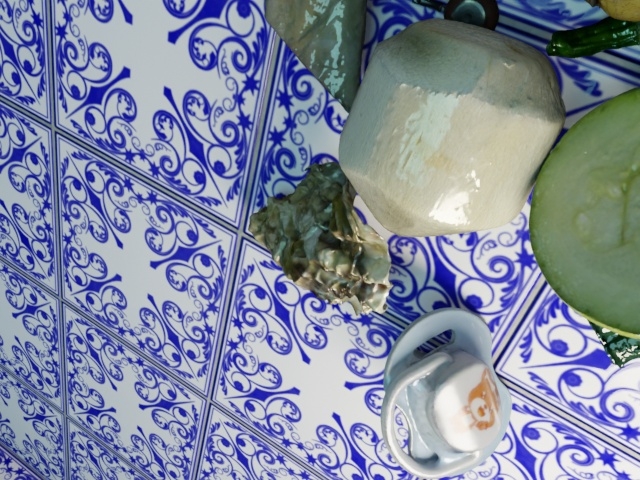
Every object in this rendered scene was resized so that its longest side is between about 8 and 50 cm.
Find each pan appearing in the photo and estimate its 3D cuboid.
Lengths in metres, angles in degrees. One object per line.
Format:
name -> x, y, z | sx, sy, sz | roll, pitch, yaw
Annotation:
pan -> 0.163, -0.285, 0.699 | 0.115, 0.023, 0.068 | 25, 126, 19

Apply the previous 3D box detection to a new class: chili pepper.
chili pepper -> 0.338, -0.220, 0.593 | 0.182, 0.073, 0.050 | 2, 139, 25

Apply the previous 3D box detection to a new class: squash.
squash -> 0.323, -0.030, 0.533 | 0.252, 0.049, 0.252 | -12, 68, 33

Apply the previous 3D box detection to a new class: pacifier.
pacifier -> 0.175, 0.236, 0.898 | 0.279, 0.227, 0.207 | 69, 167, -15

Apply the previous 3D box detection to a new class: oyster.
oyster -> -0.001, 0.001, 0.856 | 0.351, 0.114, 0.238 | 22, 128, 50

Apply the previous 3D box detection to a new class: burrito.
burrito -> -0.001, -0.351, 0.719 | 0.175, 0.107, 0.348 | 24, 124, 40

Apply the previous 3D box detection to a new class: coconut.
coconut -> 0.143, -0.116, 0.668 | 0.237, 0.237, 0.266 | 29, 128, 16

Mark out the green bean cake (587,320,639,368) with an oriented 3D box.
green bean cake -> 0.335, 0.012, 0.635 | 0.107, 0.208, 0.193 | -28, 101, 36

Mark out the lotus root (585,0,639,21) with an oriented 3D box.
lotus root -> 0.367, -0.303, 0.490 | 0.278, 0.154, 0.154 | -19, 103, 30
